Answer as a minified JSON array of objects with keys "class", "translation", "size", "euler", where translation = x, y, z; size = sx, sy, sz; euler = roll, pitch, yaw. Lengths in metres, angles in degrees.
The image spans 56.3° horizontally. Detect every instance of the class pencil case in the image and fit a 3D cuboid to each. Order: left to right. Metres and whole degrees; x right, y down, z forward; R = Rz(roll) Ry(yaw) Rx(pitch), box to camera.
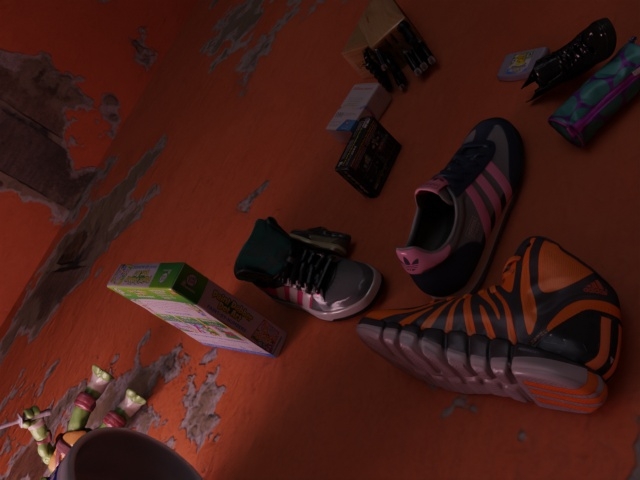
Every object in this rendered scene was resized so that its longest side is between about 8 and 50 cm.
[{"class":"pencil case","translation":[0.389,-0.199,0.819],"size":[0.152,0.064,0.070],"euler":[-46,5,10]}]

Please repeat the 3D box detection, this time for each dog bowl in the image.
[{"class":"dog bowl","translation":[-0.270,0.400,0.857],"size":[0.104,0.265,0.265],"euler":[-51,33,5]}]

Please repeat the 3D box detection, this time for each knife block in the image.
[{"class":"knife block","translation":[0.173,-0.444,1.285],"size":[0.242,0.088,0.276],"euler":[4,62,51]}]

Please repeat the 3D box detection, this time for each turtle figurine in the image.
[{"class":"turtle figurine","translation":[-0.486,0.383,1.171],"size":[0.197,0.275,0.266],"euler":[15,61,38]}]

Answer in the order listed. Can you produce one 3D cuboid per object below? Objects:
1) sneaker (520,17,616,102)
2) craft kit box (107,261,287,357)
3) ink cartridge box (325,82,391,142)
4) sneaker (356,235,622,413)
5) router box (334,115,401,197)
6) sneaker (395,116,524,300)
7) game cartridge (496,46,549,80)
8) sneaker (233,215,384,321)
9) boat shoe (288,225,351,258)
[{"class":"sneaker","translation":[0.356,-0.258,0.872],"size":[0.089,0.051,0.170],"euler":[-23,-6,2]},{"class":"craft kit box","translation":[-0.225,0.124,1.080],"size":[0.249,0.246,0.061],"euler":[-3,58,48]},{"class":"ink cartridge box","translation":[0.081,-0.268,1.260],"size":[0.088,0.052,0.122],"euler":[20,76,55]},{"class":"sneaker","translation":[0.204,0.090,0.738],"size":[0.321,0.124,0.180],"euler":[5,58,40]},{"class":"router box","translation":[0.089,-0.154,1.106],"size":[0.038,0.092,0.122],"euler":[3,60,51]},{"class":"sneaker","translation":[0.203,-0.072,0.860],"size":[0.112,0.131,0.319],"euler":[-7,54,47]},{"class":"game cartridge","translation":[0.341,-0.297,1.013],"size":[0.083,0.017,0.056],"euler":[6,67,52]},{"class":"sneaker","translation":[-0.045,0.038,1.007],"size":[0.295,0.178,0.124],"euler":[0,58,49]},{"class":"boat shoe","translation":[0.000,0.000,1.109],"size":[0.152,0.056,0.049],"euler":[16,66,44]}]
